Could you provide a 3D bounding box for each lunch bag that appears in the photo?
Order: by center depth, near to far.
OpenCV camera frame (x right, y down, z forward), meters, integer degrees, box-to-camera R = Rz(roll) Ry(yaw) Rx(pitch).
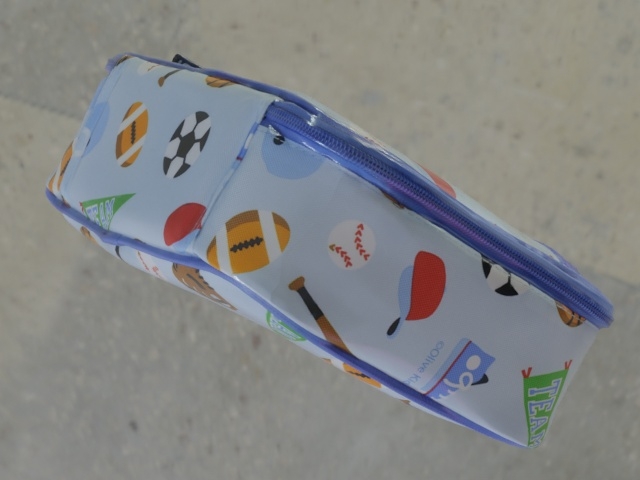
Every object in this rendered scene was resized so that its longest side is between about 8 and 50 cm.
[{"bbox_3d":[0.000,0.000,0.862,0.243,0.303,0.115,28,89,-31],"label":"lunch bag"}]
